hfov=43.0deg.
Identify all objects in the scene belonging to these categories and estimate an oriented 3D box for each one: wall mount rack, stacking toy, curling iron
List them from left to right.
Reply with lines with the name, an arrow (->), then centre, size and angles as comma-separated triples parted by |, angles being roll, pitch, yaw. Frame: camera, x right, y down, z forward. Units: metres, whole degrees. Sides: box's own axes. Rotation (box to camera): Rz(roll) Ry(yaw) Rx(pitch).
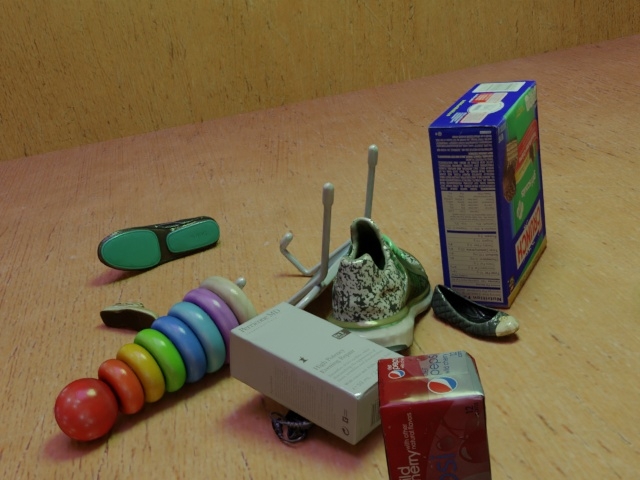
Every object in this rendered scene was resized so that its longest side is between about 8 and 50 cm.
stacking toy -> -0.250, 0.191, 1.236 | 0.330, 0.141, 0.141 | -34, 32, -33
curling iron -> -0.003, 0.203, 1.192 | 0.068, 0.035, 0.274 | -1, 24, 21
wall mount rack -> 0.000, 0.000, 1.414 | 0.304, 0.130, 0.350 | -41, 3, 34

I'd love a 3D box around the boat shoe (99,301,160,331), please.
boat shoe -> -0.343, 0.133, 1.489 | 0.135, 0.050, 0.045 | 4, 31, 30

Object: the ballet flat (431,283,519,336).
ballet flat -> 0.239, 0.114, 1.289 | 0.057, 0.049, 0.173 | -26, 27, -33

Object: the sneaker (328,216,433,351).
sneaker -> 0.098, 0.043, 1.323 | 0.158, 0.182, 0.410 | -3, 15, 9

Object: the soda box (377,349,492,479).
soda box -> 0.112, 0.237, 0.753 | 0.092, 0.263, 0.083 | -7, 21, 6

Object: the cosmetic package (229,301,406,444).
cosmetic package -> -0.006, 0.174, 1.113 | 0.231, 0.086, 0.117 | 22, 33, 34

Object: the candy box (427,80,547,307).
candy box -> 0.295, -0.084, 1.393 | 0.122, 0.317, 0.268 | 4, 27, 28

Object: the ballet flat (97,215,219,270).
ballet flat -> -0.355, 0.007, 1.767 | 0.280, 0.095, 0.096 | -10, 10, -30
